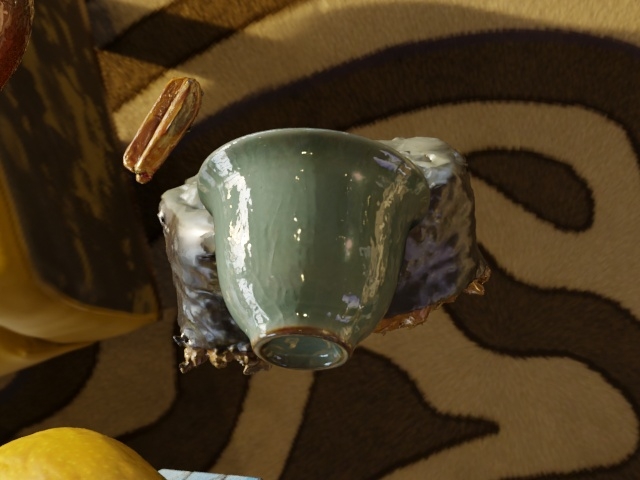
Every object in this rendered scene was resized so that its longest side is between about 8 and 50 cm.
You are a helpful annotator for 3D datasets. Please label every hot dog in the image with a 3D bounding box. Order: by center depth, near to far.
[{"bbox_3d":[-0.187,-0.134,1.304,0.062,0.038,0.144,16,72,38],"label":"hot dog"}]

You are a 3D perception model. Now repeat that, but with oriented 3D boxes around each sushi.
[{"bbox_3d":[0.000,0.000,1.172,0.348,0.234,0.208,-11,115,-7],"label":"sushi"}]

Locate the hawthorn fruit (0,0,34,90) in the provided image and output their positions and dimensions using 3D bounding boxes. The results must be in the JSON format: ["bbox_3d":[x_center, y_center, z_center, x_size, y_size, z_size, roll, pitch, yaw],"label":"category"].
[{"bbox_3d":[-0.224,-0.137,0.583,0.189,0.149,0.149,-41,79,23],"label":"hawthorn fruit"}]

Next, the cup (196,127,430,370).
[{"bbox_3d":[-0.009,0.023,0.887,0.199,0.199,0.150,-2,61,9],"label":"cup"}]

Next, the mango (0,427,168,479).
[{"bbox_3d":[-0.107,0.223,0.536,0.187,0.144,0.359,-54,39,8],"label":"mango"}]

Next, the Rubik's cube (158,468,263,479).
[{"bbox_3d":[-0.223,0.472,1.721,0.228,0.233,0.228,19,63,13],"label":"Rubik's cube"}]
